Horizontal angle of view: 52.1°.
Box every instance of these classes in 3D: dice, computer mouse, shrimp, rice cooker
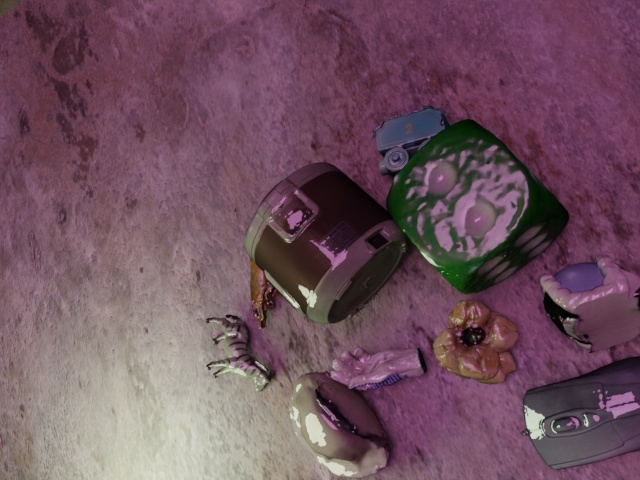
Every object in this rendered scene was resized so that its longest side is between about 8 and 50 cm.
[{"bbox_3d":[0.343,-0.070,1.454,0.287,0.297,0.300,-43,67,12],"label":"dice"},{"bbox_3d":[0.593,0.358,1.358,0.371,0.122,0.188,-23,70,21],"label":"computer mouse"},{"bbox_3d":[-0.119,0.094,1.748,0.152,0.063,0.287,-1,77,11],"label":"shrimp"},{"bbox_3d":[0.000,0.000,1.564,0.325,0.335,0.335,44,97,21],"label":"rice cooker"}]

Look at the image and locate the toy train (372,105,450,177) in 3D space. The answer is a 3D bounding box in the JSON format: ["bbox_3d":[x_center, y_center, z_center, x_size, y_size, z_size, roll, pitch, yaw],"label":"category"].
[{"bbox_3d":[0.238,-0.236,1.639,0.203,0.112,0.162,-12,68,20],"label":"toy train"}]

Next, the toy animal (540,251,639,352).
[{"bbox_3d":[0.579,0.118,1.381,0.204,0.208,0.156,-27,44,16],"label":"toy animal"}]

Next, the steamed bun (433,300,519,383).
[{"bbox_3d":[0.357,0.237,1.485,0.192,0.106,0.177,28,92,24],"label":"steamed bun"}]

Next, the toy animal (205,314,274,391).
[{"bbox_3d":[-0.217,0.297,1.738,0.176,0.073,0.216,-13,69,14],"label":"toy animal"}]

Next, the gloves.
[{"bbox_3d":[0.137,0.305,1.552,0.229,0.119,0.097,-2,110,3],"label":"gloves"}]

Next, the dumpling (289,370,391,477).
[{"bbox_3d":[0.027,0.450,1.554,0.204,0.163,0.293,-44,78,4],"label":"dumpling"}]
